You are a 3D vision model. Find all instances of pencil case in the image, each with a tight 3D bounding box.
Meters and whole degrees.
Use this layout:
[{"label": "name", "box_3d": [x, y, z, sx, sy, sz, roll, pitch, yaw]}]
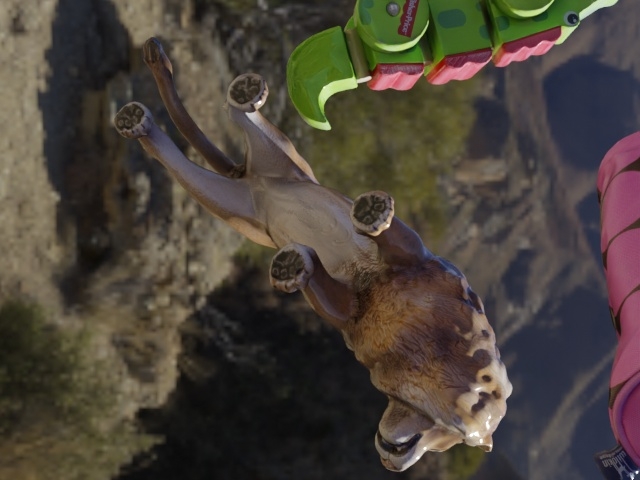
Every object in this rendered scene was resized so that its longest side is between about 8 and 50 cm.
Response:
[{"label": "pencil case", "box_3d": [0.183, 0.030, 0.653, 0.098, 0.095, 0.209, 56, 28, -26]}]

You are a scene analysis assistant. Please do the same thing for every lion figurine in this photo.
[{"label": "lion figurine", "box_3d": [0.000, 0.000, 1.048, 0.392, 0.142, 0.240, 53, 4, 35]}]

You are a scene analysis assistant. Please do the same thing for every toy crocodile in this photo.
[{"label": "toy crocodile", "box_3d": [0.128, -0.192, 1.195, 0.115, 0.340, 0.105, 133, -59, -78]}]
